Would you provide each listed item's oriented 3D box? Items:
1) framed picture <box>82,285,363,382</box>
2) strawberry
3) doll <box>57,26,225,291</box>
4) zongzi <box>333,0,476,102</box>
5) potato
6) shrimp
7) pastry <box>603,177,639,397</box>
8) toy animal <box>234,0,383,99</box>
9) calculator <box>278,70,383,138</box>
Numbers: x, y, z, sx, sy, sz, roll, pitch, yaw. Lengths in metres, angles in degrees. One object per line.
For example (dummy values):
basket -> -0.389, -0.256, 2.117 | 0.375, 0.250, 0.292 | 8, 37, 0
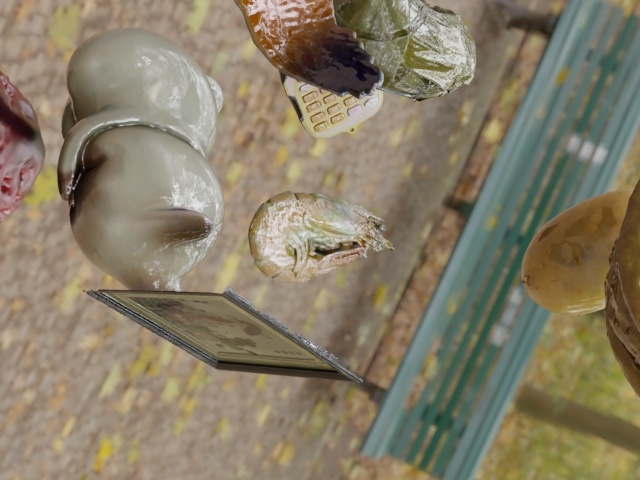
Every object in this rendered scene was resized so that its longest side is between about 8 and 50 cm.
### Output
framed picture -> -0.088, 0.084, 1.363 | 0.199, 0.195, 0.010 | 36, 65, -41
strawberry -> -0.517, -0.134, 1.903 | 0.317, 0.295, 0.345 | -18, 160, -12
doll -> -0.230, -0.108, 1.893 | 0.370, 0.226, 0.215 | -91, -156, -45
zongzi -> 0.121, -0.272, 1.891 | 0.274, 0.251, 0.125 | 152, -55, -61
potato -> 0.363, 0.017, 1.975 | 0.146, 0.150, 0.234 | 5, 150, -35
shrimp -> -0.001, 0.000, 1.869 | 0.217, 0.051, 0.115 | 6, 108, -36
pastry -> 0.251, 0.029, 0.846 | 0.188, 0.189, 0.103 | -59, 167, -22
toy animal -> -0.023, -0.324, 1.390 | 0.225, 0.302, 0.284 | 89, 20, -48
calculator -> 0.012, -0.268, 2.361 | 0.157, 0.033, 0.236 | -27, 122, -9
